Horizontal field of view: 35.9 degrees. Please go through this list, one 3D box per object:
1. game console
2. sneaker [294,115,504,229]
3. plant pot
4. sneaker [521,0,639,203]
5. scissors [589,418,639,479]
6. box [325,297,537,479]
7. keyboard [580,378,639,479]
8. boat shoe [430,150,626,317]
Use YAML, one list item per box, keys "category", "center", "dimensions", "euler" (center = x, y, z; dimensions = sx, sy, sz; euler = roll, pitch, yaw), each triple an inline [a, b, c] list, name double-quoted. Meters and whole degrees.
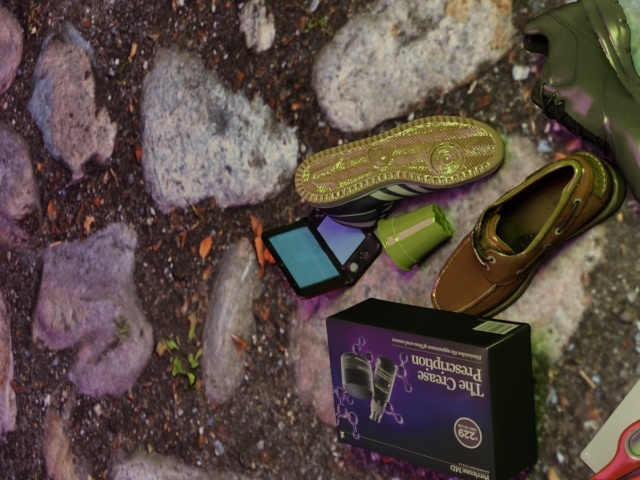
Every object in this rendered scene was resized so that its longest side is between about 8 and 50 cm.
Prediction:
- category: "game console"
  center: [0.000, 0.000, 1.470]
  dimensions: [0.124, 0.085, 0.144]
  euler: [-52, 54, 26]
- category: "sneaker"
  center: [0.118, -0.089, 1.377]
  dimensions: [0.282, 0.153, 0.099]
  euler: [-11, 72, 11]
- category: "plant pot"
  center: [0.135, -0.011, 1.357]
  dimensions: [0.079, 0.083, 0.083]
  euler: [-31, 64, 23]
- category: "sneaker"
  center: [0.320, -0.157, 1.148]
  dimensions: [0.130, 0.109, 0.286]
  euler: [-17, 61, 6]
- category: "scissors"
  center: [0.312, 0.281, 1.136]
  dimensions: [0.297, 0.021, 0.109]
  euler: [-26, 80, 25]
- category: "box"
  center: [0.139, 0.189, 1.271]
  dimensions: [0.261, 0.103, 0.184]
  euler: [6, 110, 44]
- category: "keyboard"
  center: [0.393, 0.179, 1.127]
  dimensions: [0.072, 0.014, 0.256]
  euler: [50, 117, 41]
- category: "boat shoe"
  center: [0.231, -0.005, 1.237]
  dimensions: [0.307, 0.104, 0.110]
  euler: [-48, 57, 29]
